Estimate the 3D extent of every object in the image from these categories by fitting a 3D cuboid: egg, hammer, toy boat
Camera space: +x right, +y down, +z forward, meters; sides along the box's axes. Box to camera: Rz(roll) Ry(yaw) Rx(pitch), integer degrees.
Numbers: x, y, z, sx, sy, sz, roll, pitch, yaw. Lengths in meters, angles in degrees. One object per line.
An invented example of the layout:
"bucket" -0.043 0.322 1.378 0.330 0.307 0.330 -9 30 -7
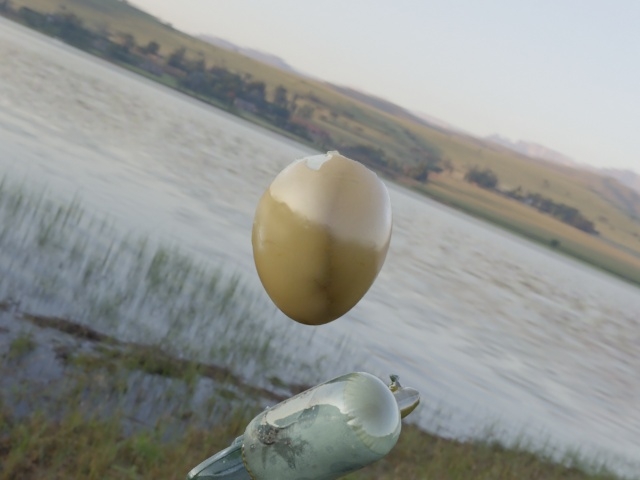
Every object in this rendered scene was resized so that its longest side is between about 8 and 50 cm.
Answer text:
"egg" 0.000 0.000 1.367 0.201 0.244 0.201 8 -11 1
"hammer" 0.051 0.224 1.210 0.305 0.202 0.113 -7 73 -58
"toy boat" -0.104 0.322 1.501 0.261 0.078 0.085 -20 59 -41
